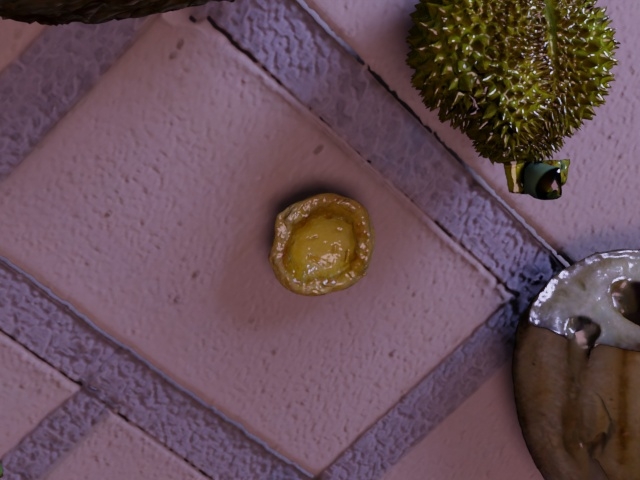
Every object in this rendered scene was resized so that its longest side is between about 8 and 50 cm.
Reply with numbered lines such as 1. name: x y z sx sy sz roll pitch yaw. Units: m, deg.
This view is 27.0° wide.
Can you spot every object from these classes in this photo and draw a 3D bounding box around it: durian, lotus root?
1. durian: 0.155 -0.146 1.075 0.159 0.146 0.198 -49 126 -6
2. lotus root: 0.307 0.146 1.287 0.210 0.142 0.314 2 131 26

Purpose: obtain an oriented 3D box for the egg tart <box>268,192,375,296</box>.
1. egg tart: 0.000 0.000 1.166 0.105 0.039 0.105 -7 119 -12

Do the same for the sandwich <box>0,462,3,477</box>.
1. sandwich: -0.359 0.203 1.196 0.116 0.074 0.074 -32 127 -36

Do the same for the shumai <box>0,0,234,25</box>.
1. shumai: -0.100 -0.326 0.830 0.395 0.395 0.348 -19 95 -5
